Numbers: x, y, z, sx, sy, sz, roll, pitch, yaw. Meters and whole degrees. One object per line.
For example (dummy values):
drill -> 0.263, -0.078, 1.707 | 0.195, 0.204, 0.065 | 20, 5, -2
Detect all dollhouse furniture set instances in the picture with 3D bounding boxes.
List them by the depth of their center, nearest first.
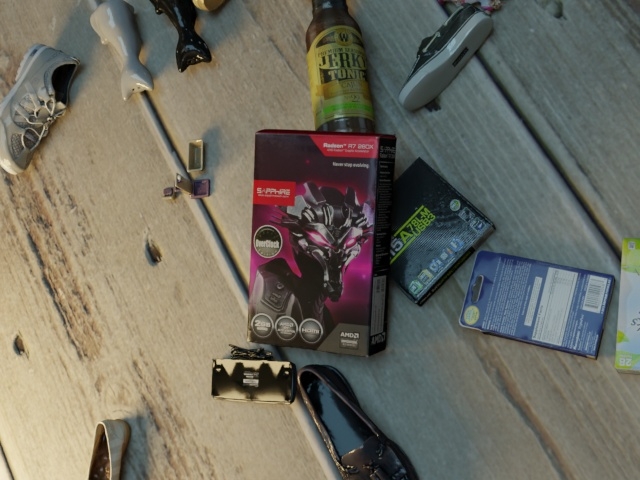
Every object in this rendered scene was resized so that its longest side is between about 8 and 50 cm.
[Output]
dollhouse furniture set -> -0.266, -0.142, 1.925 | 0.091, 0.081, 0.114 | -6, 74, 19

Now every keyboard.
keyboard -> -0.110, 0.233, 1.784 | 0.192, 0.038, 0.100 | -2, 82, 37

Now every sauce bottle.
sauce bottle -> 0.027, -0.326, 1.847 | 0.111, 0.111, 0.344 | -14, 73, 17

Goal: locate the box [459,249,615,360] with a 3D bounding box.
box -> 0.349, 0.101, 1.652 | 0.225, 0.036, 0.136 | 12, 80, 22

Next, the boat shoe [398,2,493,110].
boat shoe -> 0.208, -0.324, 1.802 | 0.219, 0.078, 0.070 | -46, 60, 1

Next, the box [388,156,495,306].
box -> 0.170, -0.016, 1.748 | 0.190, 0.045, 0.184 | -46, 68, 4

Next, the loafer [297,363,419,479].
loafer -> 0.052, 0.330, 1.671 | 0.109, 0.095, 0.302 | -39, 66, 5

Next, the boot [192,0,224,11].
boot -> -0.106, -0.513, 1.960 | 0.203, 0.095, 0.262 | 40, 88, 24

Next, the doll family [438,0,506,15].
doll family -> 0.284, -0.537, 1.801 | 0.163, 0.118, 0.262 | 0, 78, 23

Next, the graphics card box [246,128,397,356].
graphics card box -> 0.000, 0.000, 1.727 | 0.233, 0.094, 0.370 | 5, 96, 23

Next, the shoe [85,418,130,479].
shoe -> -0.396, 0.429, 1.835 | 0.077, 0.058, 0.219 | 2, 77, 21

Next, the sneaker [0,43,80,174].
sneaker -> -0.573, -0.266, 2.062 | 0.115, 0.105, 0.281 | 11, 80, 23

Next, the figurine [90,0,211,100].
figurine -> -0.332, -0.399, 2.022 | 0.215, 0.092, 0.209 | -25, 73, 14

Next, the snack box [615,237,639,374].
snack box -> 0.546, 0.105, 1.559 | 0.175, 0.070, 0.207 | 2, 78, 21
